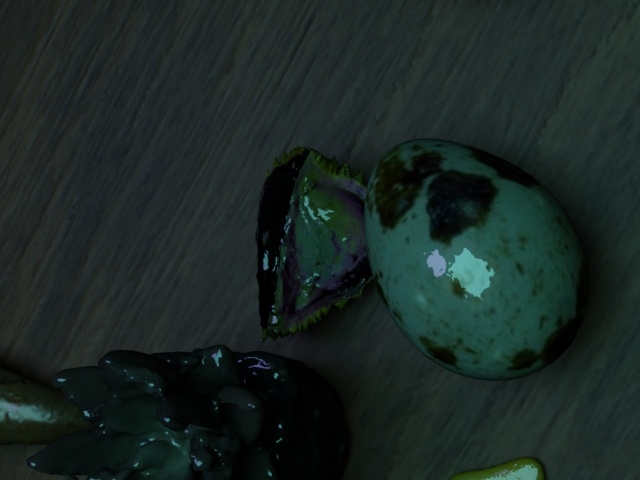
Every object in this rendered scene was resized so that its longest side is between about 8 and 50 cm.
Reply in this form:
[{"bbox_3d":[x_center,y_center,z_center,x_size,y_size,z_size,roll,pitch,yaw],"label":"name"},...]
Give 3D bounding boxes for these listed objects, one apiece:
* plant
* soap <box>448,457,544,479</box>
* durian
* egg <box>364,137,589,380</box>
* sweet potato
[{"bbox_3d":[-0.091,0.175,1.349,0.194,0.321,0.181,-5,87,22],"label":"plant"},{"bbox_3d":[0.152,0.212,1.418,0.089,0.012,0.034,-16,83,20],"label":"soap"},{"bbox_3d":[0.004,0.001,1.455,0.108,0.119,0.186,5,104,-16],"label":"durian"},{"bbox_3d":[0.123,0.011,1.356,0.169,0.169,0.231,-43,63,14],"label":"egg"},{"bbox_3d":[-0.374,0.159,1.584,0.342,0.092,0.114,-10,109,20],"label":"sweet potato"}]
